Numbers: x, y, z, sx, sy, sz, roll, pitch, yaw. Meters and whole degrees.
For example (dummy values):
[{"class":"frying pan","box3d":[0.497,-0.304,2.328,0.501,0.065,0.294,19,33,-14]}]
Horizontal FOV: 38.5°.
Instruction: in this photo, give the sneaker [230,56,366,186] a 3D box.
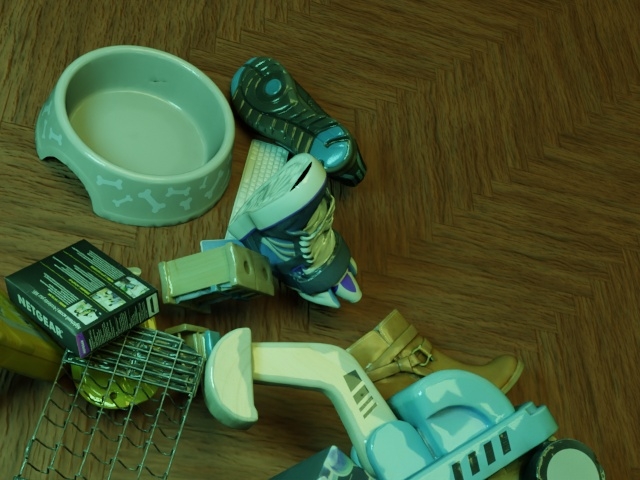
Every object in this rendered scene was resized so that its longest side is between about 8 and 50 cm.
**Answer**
[{"class":"sneaker","box3d":[-0.046,-0.215,1.718,0.341,0.125,0.139,48,5,30]}]

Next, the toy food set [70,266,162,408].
[{"class":"toy food set","box3d":[-0.299,0.148,1.337,0.128,0.071,0.218,-11,66,-8]}]

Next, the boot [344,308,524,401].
[{"class":"boot","box3d":[0.184,0.205,1.509,0.283,0.109,0.220,-32,77,-26]}]

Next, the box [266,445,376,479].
[{"class":"box","box3d":[0.050,0.498,1.091,0.395,0.212,0.293,40,44,-10]}]

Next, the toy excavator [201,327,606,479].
[{"class":"toy excavator","box3d":[0.103,0.269,1.299,0.432,0.222,0.445,-25,77,-22]}]

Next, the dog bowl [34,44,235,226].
[{"class":"dog bowl","box3d":[-0.305,-0.192,1.574,0.348,0.102,0.349,12,52,-16]}]

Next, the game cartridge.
[{"class":"game cartridge","box3d":[-0.466,0.061,1.178,0.285,0.324,0.053,42,78,8]}]

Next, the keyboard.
[{"class":"keyboard","box3d":[-0.112,-0.083,1.640,0.072,0.014,0.256,20,50,-11]}]

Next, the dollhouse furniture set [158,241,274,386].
[{"class":"dollhouse furniture set","box3d":[-0.147,0.117,1.383,0.129,0.129,0.184,26,52,-63]}]

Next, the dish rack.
[{"class":"dish rack","box3d":[-0.275,0.245,1.219,0.208,0.074,0.272,15,64,-1]}]

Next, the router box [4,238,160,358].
[{"class":"router box","box3d":[-0.328,0.075,1.261,0.179,0.046,0.133,29,44,35]}]

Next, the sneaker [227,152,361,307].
[{"class":"sneaker","box3d":[0.000,0.000,1.432,0.236,0.323,0.130,40,67,-11]}]

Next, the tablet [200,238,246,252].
[{"class":"tablet","box3d":[-0.158,0.022,1.538,0.083,0.006,0.054,-3,62,-19]}]
